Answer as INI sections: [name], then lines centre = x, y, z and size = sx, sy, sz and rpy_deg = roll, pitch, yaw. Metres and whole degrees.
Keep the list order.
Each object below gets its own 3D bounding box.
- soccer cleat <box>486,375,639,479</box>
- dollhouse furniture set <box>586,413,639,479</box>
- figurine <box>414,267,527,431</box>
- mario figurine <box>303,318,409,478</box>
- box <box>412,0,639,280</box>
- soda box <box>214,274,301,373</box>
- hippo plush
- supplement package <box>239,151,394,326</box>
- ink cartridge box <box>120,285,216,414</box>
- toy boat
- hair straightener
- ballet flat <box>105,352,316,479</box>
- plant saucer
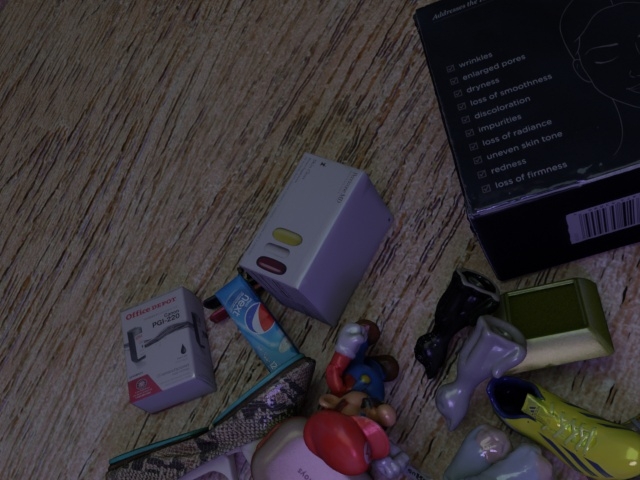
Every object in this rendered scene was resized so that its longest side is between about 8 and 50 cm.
[soccer cleat]
centre = 0.374, 0.289, 1.251
size = 0.093, 0.121, 0.289
rpy_deg = -55, 32, -11
[dollhouse furniture set]
centre = 0.548, 0.405, 1.199
size = 0.198, 0.151, 0.301
rpy_deg = -27, 28, 1
[figurine]
centre = 0.240, 0.191, 1.370
size = 0.209, 0.092, 0.215
rpy_deg = -60, 24, 26
[mario figurine]
centre = 0.089, 0.263, 1.341
size = 0.198, 0.320, 0.170
rpy_deg = 27, 119, -3
[box]
centre = 0.466, -0.244, 1.433
size = 0.480, 0.297, 0.471
rpy_deg = -17, 60, 14
[soda box]
centre = -0.119, 0.172, 1.584
size = 0.067, 0.071, 0.210
rpy_deg = -38, 68, -2
[hippo plush]
centre = 0.222, 0.403, 1.210
size = 0.294, 0.236, 0.234
rpy_deg = 11, 88, 26
[supplement package]
centre = 0.000, 0.000, 1.566
size = 0.145, 0.204, 0.261
rpy_deg = 21, 74, 30
[ink cartridge box]
centre = -0.318, 0.225, 1.658
size = 0.159, 0.092, 0.217
rpy_deg = -23, 56, 11
[toy boat]
centre = -0.006, 0.411, 1.398
size = 0.231, 0.151, 0.151
rpy_deg = 44, 90, 2
[hair straightener]
centre = -0.152, 0.076, 1.687
size = 0.230, 0.047, 0.089
rpy_deg = -37, 56, 4
[ballet flat]
centre = -0.179, 0.394, 1.492
size = 0.483, 0.164, 0.182
rpy_deg = -31, 78, 13
[plant saucer]
centre = 0.388, 0.134, 1.375
size = 0.188, 0.045, 0.188
rpy_deg = -14, 33, 17
